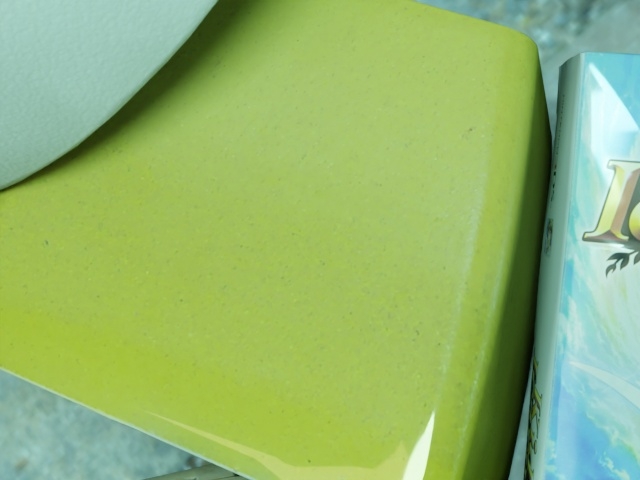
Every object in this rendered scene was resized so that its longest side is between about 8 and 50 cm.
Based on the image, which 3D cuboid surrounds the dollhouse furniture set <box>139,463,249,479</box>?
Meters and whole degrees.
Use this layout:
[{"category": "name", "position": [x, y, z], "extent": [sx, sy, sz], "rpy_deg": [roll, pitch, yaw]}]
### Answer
[{"category": "dollhouse furniture set", "position": [0.026, 0.307, 0.531], "extent": [0.286, 0.198, 0.303], "rpy_deg": [-127, 40, -49]}]

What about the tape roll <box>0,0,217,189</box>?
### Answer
[{"category": "tape roll", "position": [-0.140, -0.207, 0.439], "extent": [0.392, 0.072, 0.391], "rpy_deg": [-15, 66, 37]}]

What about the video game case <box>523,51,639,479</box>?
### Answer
[{"category": "video game case", "position": [0.223, 0.057, 0.433], "extent": [0.270, 0.061, 0.244], "rpy_deg": [5, 92, 5]}]

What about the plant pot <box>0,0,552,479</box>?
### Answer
[{"category": "plant pot", "position": [0.000, 0.000, 0.474], "extent": [0.212, 0.212, 0.187], "rpy_deg": [20, 84, 18]}]
